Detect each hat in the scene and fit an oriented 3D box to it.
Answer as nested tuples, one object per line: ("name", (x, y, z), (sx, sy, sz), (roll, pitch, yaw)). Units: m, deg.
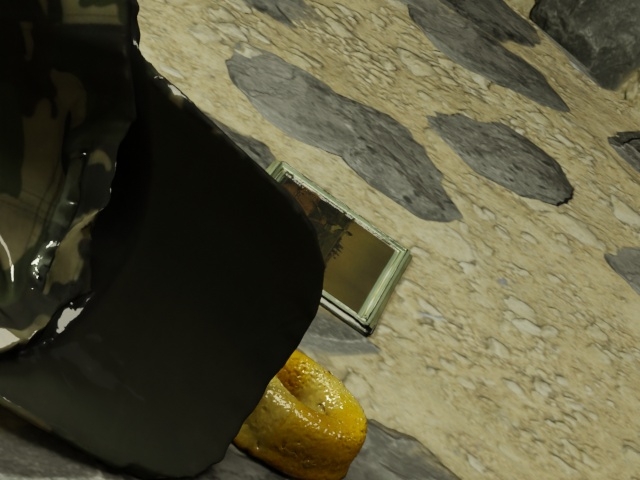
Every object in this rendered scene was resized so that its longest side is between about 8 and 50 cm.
("hat", (-0.202, 0.003, 1.554), (0.257, 0.366, 0.381), (23, -17, 45))

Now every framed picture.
("framed picture", (0.000, 0.000, 2.058), (0.197, 0.014, 0.252), (35, 23, 0))

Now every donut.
("donut", (-0.025, 0.148, 1.684), (0.152, 0.058, 0.152), (31, 23, -15))
